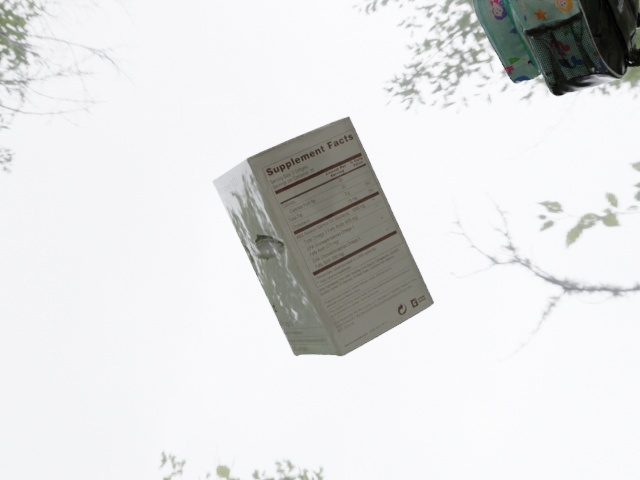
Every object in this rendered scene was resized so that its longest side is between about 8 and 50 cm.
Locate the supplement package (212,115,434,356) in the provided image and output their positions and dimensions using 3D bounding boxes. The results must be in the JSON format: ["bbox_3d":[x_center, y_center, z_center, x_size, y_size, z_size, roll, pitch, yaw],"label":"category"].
[{"bbox_3d":[0.000,0.000,0.722,0.105,0.105,0.179,-26,-86,-24],"label":"supplement package"}]

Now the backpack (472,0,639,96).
[{"bbox_3d":[0.316,-0.351,1.119,0.253,0.191,0.225,55,-137,-37],"label":"backpack"}]
